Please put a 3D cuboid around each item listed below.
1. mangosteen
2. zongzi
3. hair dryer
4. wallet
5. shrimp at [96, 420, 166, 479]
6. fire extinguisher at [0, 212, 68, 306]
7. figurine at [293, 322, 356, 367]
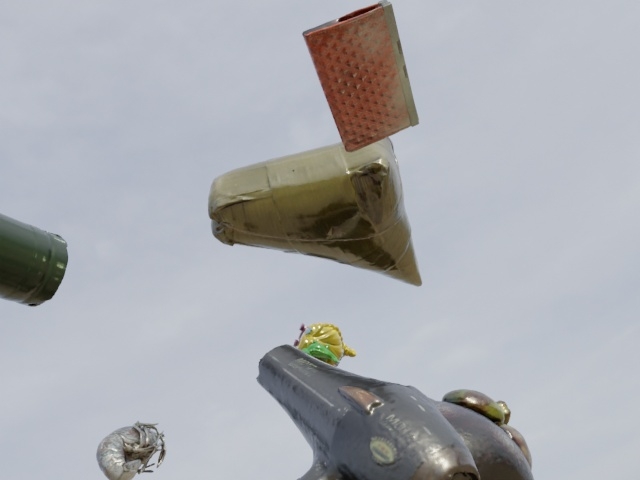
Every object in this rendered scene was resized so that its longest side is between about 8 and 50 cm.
[{"bbox_3d":[0.167,0.361,1.215,0.296,0.313,0.297,-6,-46,-7],"label":"mangosteen"},{"bbox_3d":[0.000,0.000,1.197,0.273,0.145,0.300,-14,-48,6],"label":"zongzi"},{"bbox_3d":[-0.063,0.229,0.719,0.359,0.303,0.120,-34,-58,-24],"label":"hair dryer"},{"bbox_3d":[0.053,-0.187,0.956,0.103,0.020,0.196,-23,-37,3],"label":"wallet"},{"bbox_3d":[-0.220,0.254,0.991,0.057,0.065,0.165,-51,-17,11],"label":"shrimp"},{"bbox_3d":[-0.424,-0.010,0.880,0.311,0.114,0.095,29,-81,-45],"label":"fire extinguisher"},{"bbox_3d":[0.012,0.192,1.422,0.114,0.095,0.156,13,-4,-3],"label":"figurine"}]
